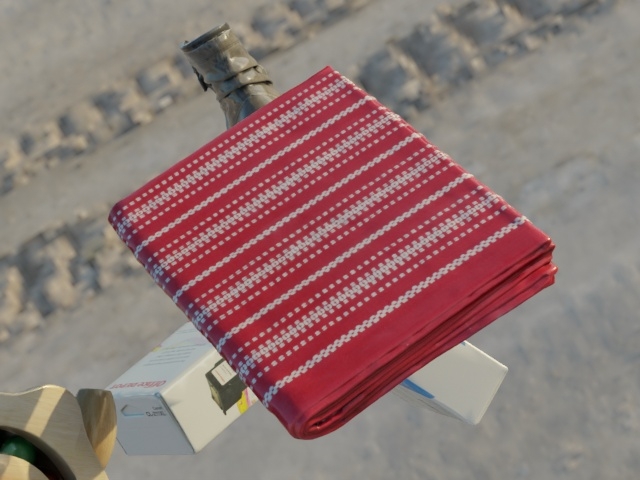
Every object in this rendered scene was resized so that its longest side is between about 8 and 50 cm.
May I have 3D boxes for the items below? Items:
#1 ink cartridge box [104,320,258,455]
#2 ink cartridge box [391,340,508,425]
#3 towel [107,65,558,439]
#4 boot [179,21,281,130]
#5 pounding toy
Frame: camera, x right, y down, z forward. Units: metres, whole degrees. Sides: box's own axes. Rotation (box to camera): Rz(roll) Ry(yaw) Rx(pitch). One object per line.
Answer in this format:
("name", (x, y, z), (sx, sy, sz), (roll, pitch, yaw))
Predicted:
("ink cartridge box", (-0.115, 0.131, 1.688), (0.175, 0.072, 0.127), (-40, 18, -34))
("ink cartridge box", (0.068, 0.088, 1.287), (0.052, 0.088, 0.122), (-60, 18, -9))
("towel", (0.000, 0.000, 1.112), (0.199, 0.031, 0.275), (-34, 42, -12))
("boot", (-0.079, -0.151, 2.159), (0.118, 0.222, 0.338), (-32, -7, -9))
("pounding toy", (-0.248, 0.186, 1.218), (0.155, 0.154, 0.270), (-13, -10, 41))
